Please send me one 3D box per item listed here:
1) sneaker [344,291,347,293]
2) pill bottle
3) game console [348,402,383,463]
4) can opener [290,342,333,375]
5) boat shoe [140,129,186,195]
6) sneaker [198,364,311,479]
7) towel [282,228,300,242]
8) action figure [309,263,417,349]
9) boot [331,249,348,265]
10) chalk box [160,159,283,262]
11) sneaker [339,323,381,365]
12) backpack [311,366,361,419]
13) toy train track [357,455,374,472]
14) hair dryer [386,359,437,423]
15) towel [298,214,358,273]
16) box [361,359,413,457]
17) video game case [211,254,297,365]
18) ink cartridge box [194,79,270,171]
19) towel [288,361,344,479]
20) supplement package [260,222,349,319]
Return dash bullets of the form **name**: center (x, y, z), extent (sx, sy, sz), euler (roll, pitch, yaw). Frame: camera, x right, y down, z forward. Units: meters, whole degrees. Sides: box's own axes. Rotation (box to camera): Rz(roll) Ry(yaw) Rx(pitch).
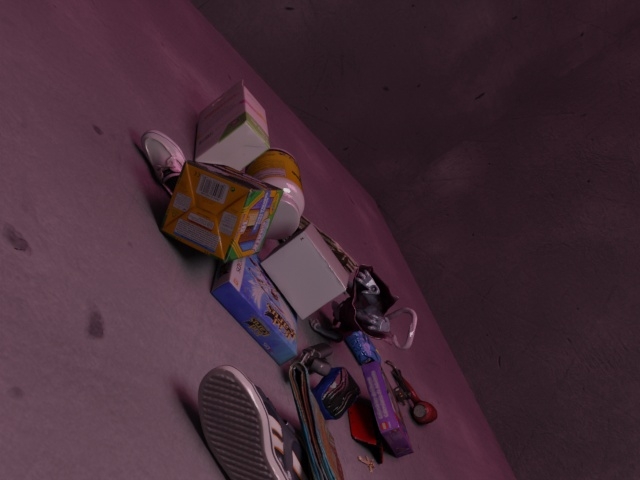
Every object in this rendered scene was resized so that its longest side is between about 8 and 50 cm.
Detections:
- **sneaker**: center (0.097, 0.164, 2.415), extent (0.069, 0.038, 0.098), euler (56, 14, -6)
- **pill bottle**: center (-0.149, -0.150, 1.971), extent (0.188, 0.188, 0.334), euler (48, 17, -30)
- **game console**: center (0.125, 0.542, 1.737), extent (0.144, 0.085, 0.124), euler (-96, -179, -60)
- **can opener**: center (-0.011, 0.318, 1.585), extent (0.093, 0.074, 0.280), euler (26, 1, 10)
- **boat shoe**: center (-0.363, -0.171, 1.511), extent (0.226, 0.083, 0.076), euler (53, 13, -17)
- **sneaker**: center (-0.113, 0.365, 1.106), extent (0.321, 0.126, 0.127), euler (68, 18, -1)
- **towel**: center (-0.067, 0.015, 2.200), extent (0.312, 0.056, 0.324), euler (56, 12, -14)
- **action figure**: center (0.129, 0.208, 1.899), extent (0.275, 0.248, 0.370), euler (24, -21, -4)
- **boot**: center (-0.028, 0.087, 1.852), extent (0.106, 0.219, 0.082), euler (-68, 148, -62)
- **chalk box**: center (-0.218, -0.074, 1.477), extent (0.180, 0.179, 0.289), euler (24, 9, 12)
- **sneaker**: center (0.136, 0.360, 2.059), extent (0.209, 0.069, 0.082), euler (53, 18, -16)
- **backpack**: center (0.029, 0.398, 1.560), extent (0.098, 0.101, 0.120), euler (52, 48, -11)
- **toy train track**: center (0.125, 0.588, 1.633), extent (0.083, 0.014, 0.048), euler (43, 20, -43)
- **hair dryer**: center (0.359, 0.582, 2.294), extent (0.293, 0.080, 0.223), euler (52, 14, -20)
- **towel**: center (0.000, 0.000, 2.067), extent (0.282, 0.049, 0.187), euler (40, -4, 38)
- **box**: center (0.197, 0.498, 1.795), extent (0.293, 0.057, 0.201), euler (64, 8, -54)
- **video game case**: center (-0.157, 0.145, 1.563), extent (0.269, 0.061, 0.244), euler (51, 16, -23)
- **ink cartridge box**: center (-0.278, -0.350, 1.929), extent (0.119, 0.207, 0.353), euler (46, 18, -32)
- **towel**: center (0.015, 0.446, 1.274), extent (0.370, 0.040, 0.271), euler (72, -1, -48)
- **supplement package**: center (-0.037, 0.079, 1.690), extent (0.194, 0.149, 0.203), euler (54, 9, -4)
